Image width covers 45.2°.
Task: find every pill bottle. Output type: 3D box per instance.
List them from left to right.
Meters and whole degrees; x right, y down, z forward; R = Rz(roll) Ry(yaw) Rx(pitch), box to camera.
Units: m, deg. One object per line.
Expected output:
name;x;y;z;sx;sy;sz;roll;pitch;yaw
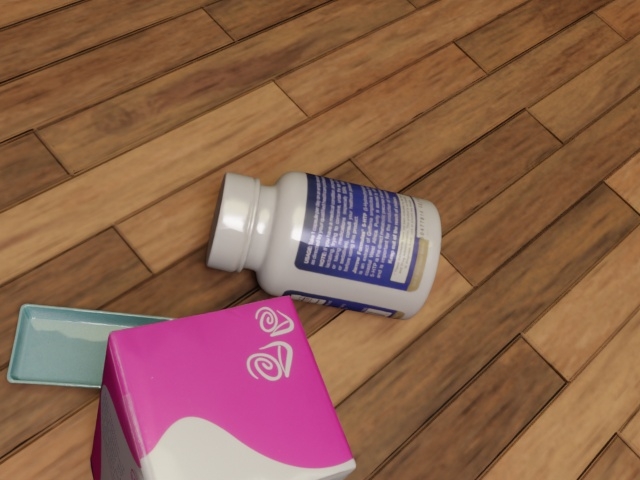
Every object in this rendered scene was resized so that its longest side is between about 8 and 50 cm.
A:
pill bottle;0.000;0.000;0.672;0.187;0.112;0.112;12;55;-11

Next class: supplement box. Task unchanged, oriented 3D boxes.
supplement box;-0.077;0.141;0.489;0.114;0.220;0.111;-11;63;-24

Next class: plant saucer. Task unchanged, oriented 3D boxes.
plant saucer;-0.147;0.093;0.622;0.192;0.018;0.067;8;56;-15
